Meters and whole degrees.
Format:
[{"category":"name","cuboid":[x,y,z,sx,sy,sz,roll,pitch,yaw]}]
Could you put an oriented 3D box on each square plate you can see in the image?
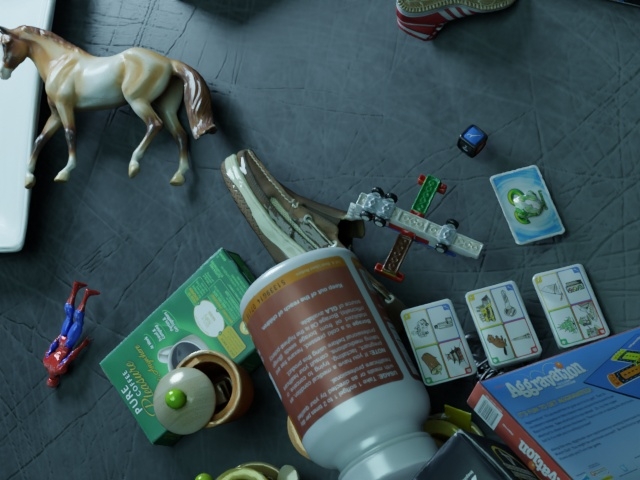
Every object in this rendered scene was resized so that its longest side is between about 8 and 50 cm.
[{"category":"square plate","cuboid":[-0.446,-0.154,2.036,0.344,0.049,0.347,0,78,28]}]

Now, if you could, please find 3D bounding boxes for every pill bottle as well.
[{"category":"pill bottle","cuboid":[0.022,0.124,1.592,0.121,0.121,0.216,-34,66,17]}]

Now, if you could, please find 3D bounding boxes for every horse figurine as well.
[{"category":"horse figurine","cuboid":[-0.221,-0.145,1.895,0.263,0.066,0.175,-1,76,17]}]

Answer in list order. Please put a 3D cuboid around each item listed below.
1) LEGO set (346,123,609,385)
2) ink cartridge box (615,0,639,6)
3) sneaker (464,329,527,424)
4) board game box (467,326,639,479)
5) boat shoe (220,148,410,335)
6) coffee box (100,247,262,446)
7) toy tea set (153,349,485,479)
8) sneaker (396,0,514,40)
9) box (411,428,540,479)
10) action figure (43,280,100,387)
[{"category":"LEGO set","cuboid":[0.139,0.012,1.675,0.182,0.060,0.244,-15,66,-11]},{"category":"ink cartridge box","cuboid":[0.293,-0.330,1.695,0.206,0.045,0.208,18,85,29]},{"category":"sneaker","cuboid":[0.170,0.141,1.622,0.051,0.089,0.170,-43,63,13]},{"category":"board game box","cuboid":[0.260,0.142,1.477,0.145,0.281,0.027,48,129,27]},{"category":"boat shoe","cuboid":[0.002,0.002,1.752,0.095,0.095,0.257,-35,70,1]},{"category":"coffee box","cuboid":[-0.126,0.109,1.812,0.184,0.040,0.113,-44,64,11]},{"category":"toy tea set","cuboid":[-0.017,0.216,1.660,0.336,0.124,0.200,16,87,21]},{"category":"sneaker","cuboid":[0.131,-0.229,1.763,0.118,0.067,0.042,-5,71,-5]},{"category":"box","cuboid":[0.075,0.345,1.494,0.395,0.318,0.097,-49,61,8]},{"category":"action figure","cuboid":[-0.265,0.103,1.893,0.038,0.030,0.115,27,96,35]}]
